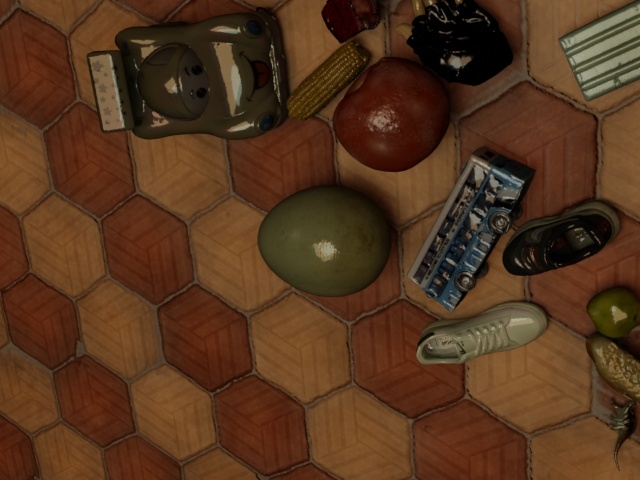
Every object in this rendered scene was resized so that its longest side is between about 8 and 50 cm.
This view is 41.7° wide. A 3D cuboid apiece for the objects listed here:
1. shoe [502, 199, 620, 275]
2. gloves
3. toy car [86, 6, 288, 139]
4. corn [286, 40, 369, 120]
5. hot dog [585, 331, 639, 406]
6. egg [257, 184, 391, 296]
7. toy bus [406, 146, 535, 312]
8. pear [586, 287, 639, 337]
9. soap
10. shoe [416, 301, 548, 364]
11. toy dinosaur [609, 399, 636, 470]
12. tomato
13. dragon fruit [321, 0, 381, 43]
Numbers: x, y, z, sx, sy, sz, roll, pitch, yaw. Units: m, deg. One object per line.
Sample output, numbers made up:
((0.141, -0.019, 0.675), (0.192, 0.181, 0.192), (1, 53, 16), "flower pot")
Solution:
((0.423, 0.008, 1.506), (0.227, 0.112, 0.099), (-28, 96, 30), "shoe")
((0.223, -0.369, 1.468), (0.164, 0.124, 0.203), (-23, 60, -5), "gloves")
((-0.256, -0.317, 1.651), (0.335, 0.226, 0.242), (2, 109, 27), "toy car")
((0.012, -0.304, 1.618), (0.207, 0.068, 0.068), (-39, 89, 29), "corn")
((0.585, 0.260, 1.531), (0.242, 0.084, 0.073), (35, 99, 9), "hot dog")
((0.000, 0.000, 1.653), (0.295, 0.218, 0.219), (3, 111, 42), "egg")
((0.281, -0.020, 1.572), (0.131, 0.106, 0.297), (33, 118, 14), "toy bus")
((0.530, 0.126, 1.517), (0.097, 0.092, 0.092), (27, 122, 43), "pear")
((0.505, -0.322, 1.368), (0.198, 0.066, 0.119), (-22, 99, 31), "soap")
((0.307, 0.194, 1.635), (0.264, 0.110, 0.095), (-17, 100, 33), "shoe")
((0.572, 0.349, 1.604), (0.058, 0.037, 0.180), (18, 115, 24), "toy dinosaur")
((0.133, -0.222, 1.510), (0.184, 0.208, 0.208), (41, 122, -12), "tomato")
((0.072, -0.424, 1.530), (0.102, 0.096, 0.147), (66, 163, -4), "dragon fruit")
